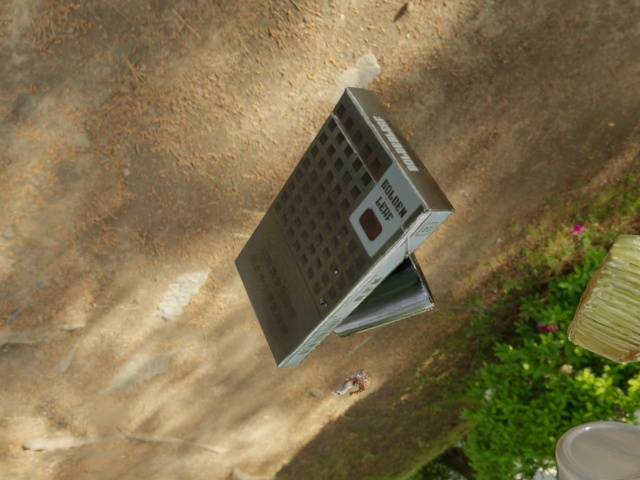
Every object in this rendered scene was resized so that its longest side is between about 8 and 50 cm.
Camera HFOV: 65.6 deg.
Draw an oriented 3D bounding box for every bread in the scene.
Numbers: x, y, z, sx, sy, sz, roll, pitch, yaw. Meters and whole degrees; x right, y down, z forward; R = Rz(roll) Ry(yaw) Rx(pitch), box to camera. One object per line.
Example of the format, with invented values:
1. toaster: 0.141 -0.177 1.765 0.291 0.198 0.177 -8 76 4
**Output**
1. bread: 0.490 0.098 0.784 0.179 0.133 0.250 -52 151 -14

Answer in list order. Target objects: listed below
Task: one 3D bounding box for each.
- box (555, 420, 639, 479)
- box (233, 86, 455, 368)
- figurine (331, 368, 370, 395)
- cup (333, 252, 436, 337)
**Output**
1. box: 0.510 0.461 0.855 0.263 0.291 0.206 -10 102 28
2. box: 0.001 0.001 0.601 0.047 0.180 0.324 -1 143 -40
3. figurine: 0.067 0.316 1.079 0.064 0.047 0.109 -21 174 43
4. cup: 0.105 0.094 0.909 0.177 0.165 0.239 -26 144 11
